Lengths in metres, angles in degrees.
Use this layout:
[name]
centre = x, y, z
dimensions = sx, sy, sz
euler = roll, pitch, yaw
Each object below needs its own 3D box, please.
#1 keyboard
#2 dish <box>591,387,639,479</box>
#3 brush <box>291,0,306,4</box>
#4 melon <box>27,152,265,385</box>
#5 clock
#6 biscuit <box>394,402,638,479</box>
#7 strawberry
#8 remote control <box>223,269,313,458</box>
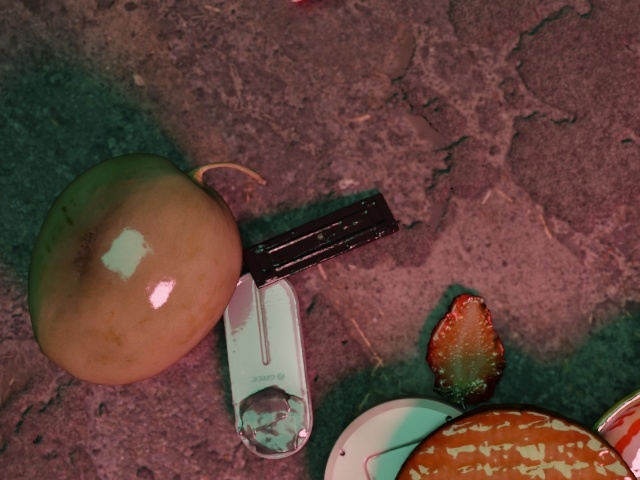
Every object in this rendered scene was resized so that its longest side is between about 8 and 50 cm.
[keyboard]
centre = 0.000, 0.000, 1.375
dimensions = 0.204, 0.013, 0.061
euler = -23, 67, -8
[dish]
centre = 0.460, 0.314, 1.255
dimensions = 0.324, 0.124, 0.324
euler = 0, 90, 12
[brush]
centre = 0.096, -0.405, 1.419
dimensions = 0.321, 0.050, 0.060
euler = -24, 79, -3
[melon]
centre = -0.233, 0.034, 1.311
dimensions = 0.272, 0.272, 0.308
euler = 12, 92, 9
[clock]
centre = 0.120, 0.313, 1.320
dimensions = 0.230, 0.083, 0.230
euler = -1, 85, 5
[biscuit]
centre = 0.230, 0.349, 1.224
dimensions = 0.318, 0.040, 0.318
euler = 0, 91, 14
[strawberry]
centre = 0.191, 0.145, 1.346
dimensions = 0.104, 0.048, 0.152
euler = 8, 69, 15
[remote control]
centre = -0.068, 0.162, 1.373
dimensions = 0.104, 0.052, 0.247
euler = -7, 83, 8
